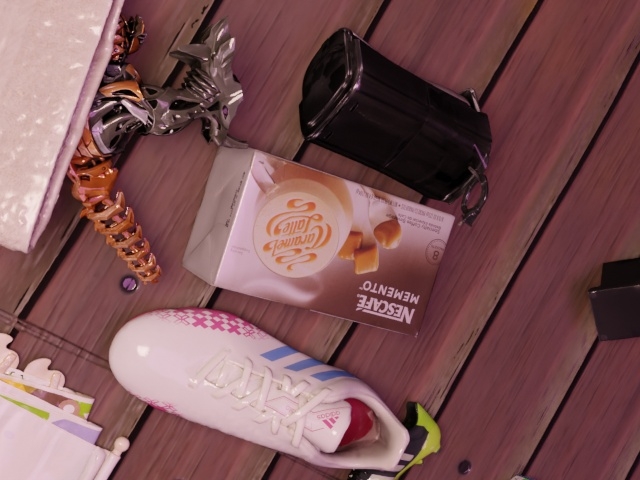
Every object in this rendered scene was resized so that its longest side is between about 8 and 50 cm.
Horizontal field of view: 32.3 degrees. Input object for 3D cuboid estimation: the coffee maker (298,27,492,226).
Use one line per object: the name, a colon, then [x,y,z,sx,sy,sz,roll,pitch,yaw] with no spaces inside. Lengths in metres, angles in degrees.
coffee maker: [0.080,-0.121,1.126,0.178,0.171,0.120,22,107,-27]

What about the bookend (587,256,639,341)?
bookend: [0.424,0.049,1.383,0.157,0.156,0.072,-10,111,21]

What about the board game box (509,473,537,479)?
board game box: [0.231,0.412,1.376,0.136,0.035,0.201,-24,111,-36]

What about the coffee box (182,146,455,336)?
coffee box: [0.000,0.000,1.151,0.246,0.098,0.141,17,93,-29]

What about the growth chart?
growth chart: [-0.301,0.197,1.083,0.237,0.021,0.172,41,81,-28]

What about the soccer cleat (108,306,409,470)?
soccer cleat: [-0.050,0.155,1.133,0.331,0.143,0.116,22,90,-29]

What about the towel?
towel: [-0.278,-0.148,0.913,0.187,0.049,0.282,18,82,3]

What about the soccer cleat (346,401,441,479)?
soccer cleat: [0.062,0.257,1.266,0.179,0.060,0.072,-39,106,-22]

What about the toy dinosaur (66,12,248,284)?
toy dinosaur: [-0.189,-0.130,1.023,0.218,0.164,0.322,-13,122,-10]
